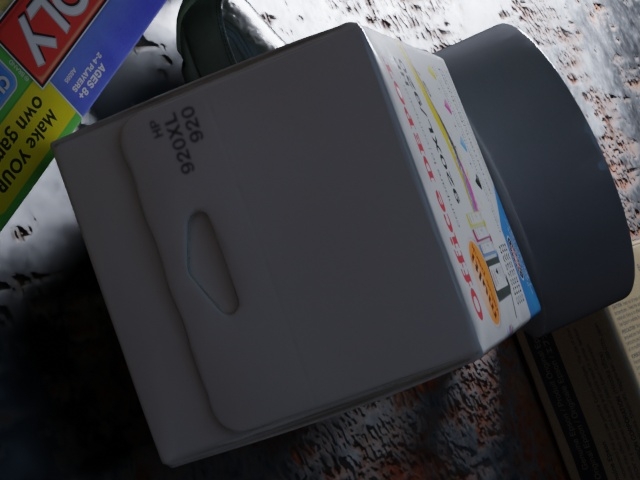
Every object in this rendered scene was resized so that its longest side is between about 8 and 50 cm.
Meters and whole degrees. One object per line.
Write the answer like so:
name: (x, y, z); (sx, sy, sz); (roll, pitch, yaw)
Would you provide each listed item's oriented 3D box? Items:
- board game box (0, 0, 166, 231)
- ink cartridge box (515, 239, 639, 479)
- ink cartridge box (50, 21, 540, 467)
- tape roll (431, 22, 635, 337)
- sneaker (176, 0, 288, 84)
board game box: (-0.164, -0.183, 0.756); (0.213, 0.046, 0.317); (48, 53, -27)
ink cartridge box: (0.264, 0.103, 1.270); (0.235, 0.088, 0.193); (-10, 77, -58)
ink cartridge box: (0.000, 0.000, 0.799); (0.233, 0.168, 0.171); (-10, 78, -75)
tape roll: (0.141, -0.043, 1.083); (0.219, 0.072, 0.219); (156, -90, -83)
sneaker: (0.014, -0.074, 0.987); (0.267, 0.106, 0.101); (48, 37, -26)
